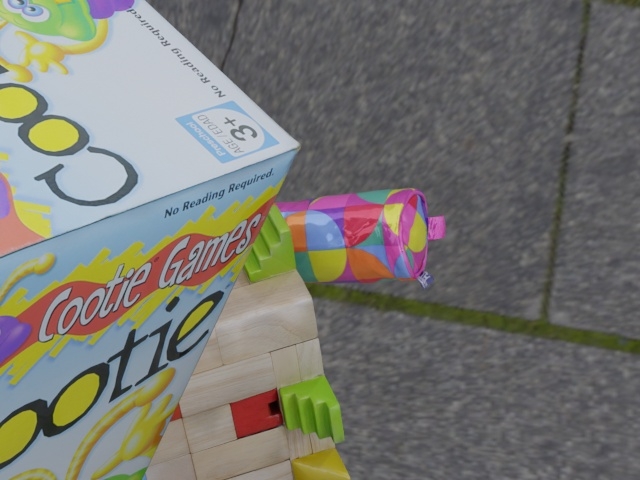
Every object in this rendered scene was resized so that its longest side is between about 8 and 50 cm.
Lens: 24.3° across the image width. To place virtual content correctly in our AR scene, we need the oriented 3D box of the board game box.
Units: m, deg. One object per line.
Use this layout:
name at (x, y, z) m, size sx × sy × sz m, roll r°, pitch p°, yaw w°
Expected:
board game box at (-0.144, 0.042, 0.518) m, size 0.144 × 0.275 × 0.142 m, roll 44°, pitch 41°, yaw 20°

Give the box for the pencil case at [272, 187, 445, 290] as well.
pencil case at (0.000, 0.000, 1.500) m, size 0.236 × 0.104 × 0.104 m, roll -2°, pitch 82°, yaw 22°

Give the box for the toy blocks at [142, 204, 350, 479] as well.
toy blocks at (-0.127, 0.177, 1.474) m, size 0.261 × 0.190 × 0.381 m, roll -16°, pitch 127°, yaw -11°
